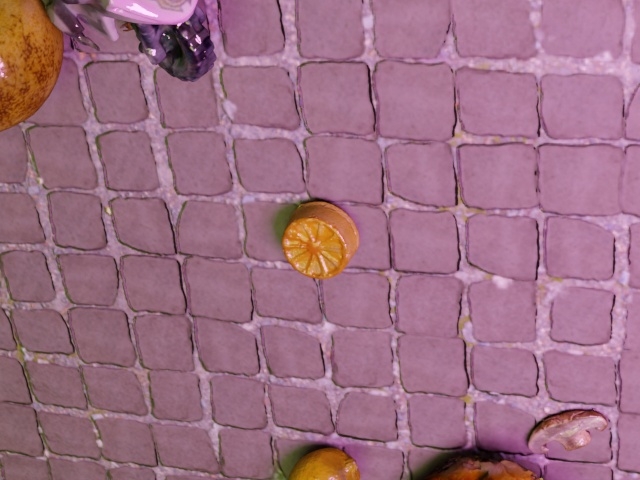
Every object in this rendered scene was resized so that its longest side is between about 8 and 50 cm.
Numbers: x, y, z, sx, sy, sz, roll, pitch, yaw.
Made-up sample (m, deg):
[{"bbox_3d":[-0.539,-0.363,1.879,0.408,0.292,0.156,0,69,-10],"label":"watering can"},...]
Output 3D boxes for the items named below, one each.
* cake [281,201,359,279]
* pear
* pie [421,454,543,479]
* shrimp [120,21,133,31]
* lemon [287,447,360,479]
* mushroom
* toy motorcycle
[{"bbox_3d":[0.000,0.000,1.392,0.084,0.044,0.084,8,122,14],"label":"cake"},{"bbox_3d":[-0.360,-0.193,1.293,0.197,0.197,0.197,8,123,13],"label":"pear"},{"bbox_3d":[0.220,0.379,1.533,0.308,0.085,0.308,11,128,14],"label":"pie"},{"bbox_3d":[-0.177,-0.241,1.309,0.092,0.029,0.038,-17,115,31],"label":"shrimp"},{"bbox_3d":[0.005,0.295,1.554,0.082,0.082,0.110,38,126,-7],"label":"lemon"},{"bbox_3d":[0.279,0.218,1.452,0.101,0.019,0.049,-29,109,31],"label":"mushroom"},{"bbox_3d":[-0.215,-0.287,1.187,0.327,0.143,0.188,46,166,0],"label":"toy motorcycle"}]
